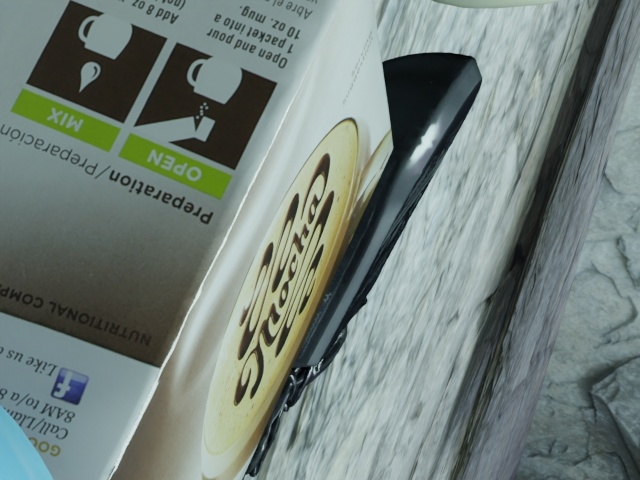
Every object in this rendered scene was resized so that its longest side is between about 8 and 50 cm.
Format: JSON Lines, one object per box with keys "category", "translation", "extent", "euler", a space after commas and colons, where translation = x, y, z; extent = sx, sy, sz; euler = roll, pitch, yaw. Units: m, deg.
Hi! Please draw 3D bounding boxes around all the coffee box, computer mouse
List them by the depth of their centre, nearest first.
{"category": "coffee box", "translation": [-0.091, 0.051, 0.486], "extent": [0.168, 0.118, 0.297], "euler": [74, 40, -72]}
{"category": "computer mouse", "translation": [0.000, 0.000, 0.872], "extent": [0.272, 0.072, 0.188], "euler": [-63, 173, 31]}

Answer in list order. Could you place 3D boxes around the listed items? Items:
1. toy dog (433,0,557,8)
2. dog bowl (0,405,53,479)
{"category": "toy dog", "translation": [0.098, -0.268, 0.465], "extent": [0.395, 0.285, 0.408], "euler": [-23, 161, -10]}
{"category": "dog bowl", "translation": [-0.164, 0.147, 0.303], "extent": [0.297, 0.166, 0.074], "euler": [-66, 154, -10]}
